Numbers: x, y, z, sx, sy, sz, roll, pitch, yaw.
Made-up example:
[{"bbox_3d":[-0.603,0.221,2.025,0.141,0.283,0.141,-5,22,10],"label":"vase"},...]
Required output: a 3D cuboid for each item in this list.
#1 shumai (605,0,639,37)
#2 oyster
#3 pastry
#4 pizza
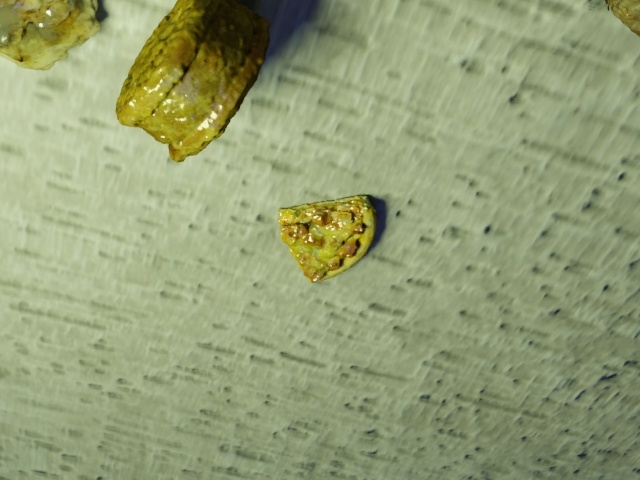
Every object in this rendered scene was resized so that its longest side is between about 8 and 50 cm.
[{"bbox_3d":[0.383,-0.281,0.905,0.185,0.184,0.218,3,143,5],"label":"shumai"},{"bbox_3d":[-0.359,-0.264,1.036,0.161,0.107,0.233,-33,128,21],"label":"oyster"},{"bbox_3d":[-0.139,-0.183,1.045,0.103,0.188,0.189,32,129,-22],"label":"pastry"},{"bbox_3d":[0.001,0.000,1.315,0.134,0.046,0.175,14,135,-11],"label":"pizza"}]
